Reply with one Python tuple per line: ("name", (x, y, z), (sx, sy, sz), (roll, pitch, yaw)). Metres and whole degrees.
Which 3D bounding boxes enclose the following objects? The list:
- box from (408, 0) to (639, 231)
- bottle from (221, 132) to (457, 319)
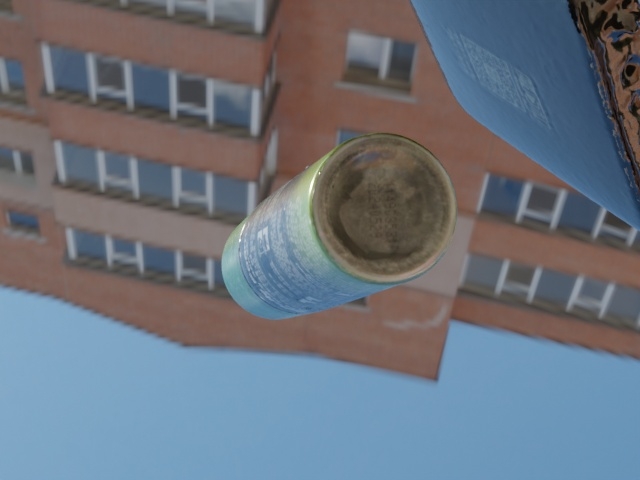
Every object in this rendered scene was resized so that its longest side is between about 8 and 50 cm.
("box", (0.169, -0.157, 1.288), (0.073, 0.290, 0.289), (-41, -134, -10))
("bottle", (0.000, 0.000, 1.083), (0.093, 0.330, 0.093), (2, -97, -13))
